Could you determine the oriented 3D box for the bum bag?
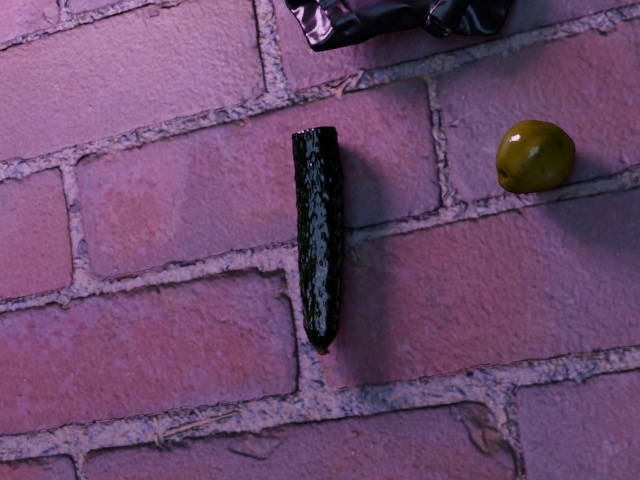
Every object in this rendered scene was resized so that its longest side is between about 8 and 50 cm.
[{"bbox_3d":[0.103,-0.310,1.424,0.310,0.074,0.137,-3,69,17],"label":"bum bag"}]

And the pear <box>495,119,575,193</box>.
[{"bbox_3d":[0.251,-0.096,1.324,0.092,0.092,0.097,41,98,23],"label":"pear"}]

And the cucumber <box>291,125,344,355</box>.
[{"bbox_3d":[0.000,0.000,1.426,0.067,0.067,0.294,-6,81,22],"label":"cucumber"}]
